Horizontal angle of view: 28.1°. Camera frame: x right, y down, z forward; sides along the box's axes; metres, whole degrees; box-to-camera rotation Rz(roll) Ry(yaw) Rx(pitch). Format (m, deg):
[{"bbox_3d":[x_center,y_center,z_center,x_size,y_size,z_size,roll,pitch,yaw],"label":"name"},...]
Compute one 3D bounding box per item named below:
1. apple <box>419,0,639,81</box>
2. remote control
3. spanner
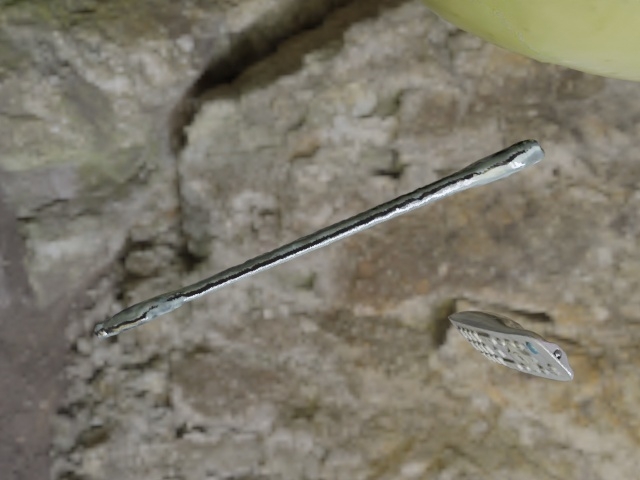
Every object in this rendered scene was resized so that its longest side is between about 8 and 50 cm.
[{"bbox_3d":[0.199,-0.336,0.842,0.473,0.474,0.473,-4,90,-90],"label":"apple"},{"bbox_3d":[0.201,0.104,1.357,0.073,0.044,0.229,46,-11,-13],"label":"remote control"},{"bbox_3d":[0.000,0.000,0.799,0.071,0.302,0.017,153,-85,-82],"label":"spanner"}]
